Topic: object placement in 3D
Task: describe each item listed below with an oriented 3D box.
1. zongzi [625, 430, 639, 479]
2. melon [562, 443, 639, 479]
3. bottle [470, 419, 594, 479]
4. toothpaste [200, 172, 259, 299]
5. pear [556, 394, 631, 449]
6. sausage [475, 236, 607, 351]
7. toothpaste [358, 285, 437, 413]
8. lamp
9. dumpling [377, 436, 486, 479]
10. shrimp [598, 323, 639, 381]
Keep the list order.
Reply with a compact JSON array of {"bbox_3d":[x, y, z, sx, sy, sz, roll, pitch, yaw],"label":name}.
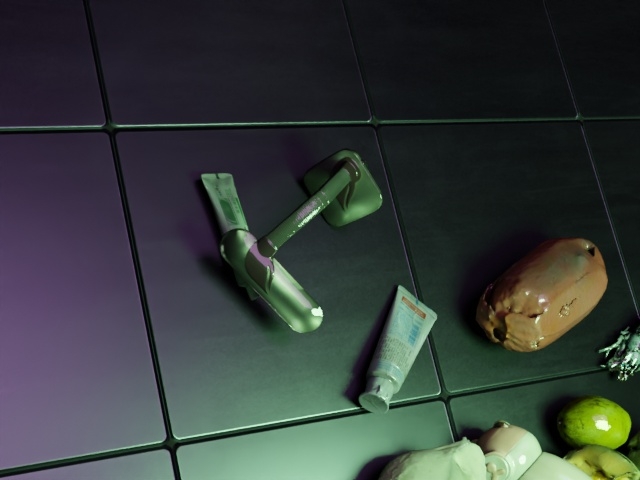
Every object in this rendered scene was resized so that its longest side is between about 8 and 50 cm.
[{"bbox_3d":[0.736,0.412,2.061,0.356,0.174,0.393,50,53,-6],"label":"zongzi"},{"bbox_3d":[0.468,0.399,1.952,0.128,0.160,0.079,27,37,-50],"label":"melon"},{"bbox_3d":[0.346,0.397,1.861,0.236,0.147,0.147,44,55,11],"label":"bottle"},{"bbox_3d":[-0.135,-0.009,1.814,0.064,0.041,0.218,-6,71,-43],"label":"toothpaste"},{"bbox_3d":[0.474,0.319,1.991,0.131,0.107,0.107,11,65,-11],"label":"pear"},{"bbox_3d":[0.394,0.093,2.009,0.280,0.152,0.152,-32,89,-36],"label":"sausage"},{"bbox_3d":[0.127,0.179,1.883,0.089,0.057,0.234,39,50,-13],"label":"toothpaste"},{"bbox_3d":[0.003,-0.001,1.819,0.203,0.124,0.283,57,45,-10],"label":"lamp"},{"bbox_3d":[0.161,0.414,1.779,0.216,0.126,0.166,-45,123,-43],"label":"dumpling"},{"bbox_3d":[0.582,0.187,2.127,0.082,0.076,0.174,36,54,13],"label":"shrimp"}]
